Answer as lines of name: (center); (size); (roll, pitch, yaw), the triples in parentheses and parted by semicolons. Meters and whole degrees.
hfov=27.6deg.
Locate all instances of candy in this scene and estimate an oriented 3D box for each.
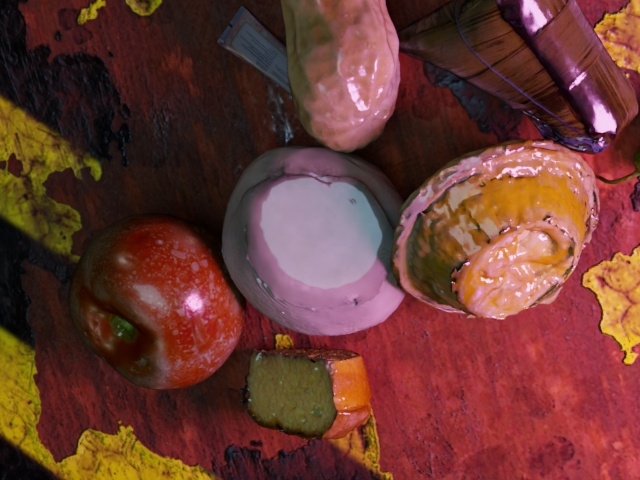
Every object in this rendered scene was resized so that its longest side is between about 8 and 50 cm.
candy: (0.000, 0.000, 1.863); (0.295, 0.185, 0.295); (2, 100, 14)

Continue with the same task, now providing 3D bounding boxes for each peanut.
peanut: (0.022, -0.292, 1.787); (0.158, 0.174, 0.340); (-11, 87, -1)

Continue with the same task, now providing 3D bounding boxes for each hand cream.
hand cream: (-0.057, -0.253, 1.902); (0.210, 0.043, 0.067); (41, 110, 11)

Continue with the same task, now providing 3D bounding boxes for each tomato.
tomato: (-0.234, 0.083, 1.949); (0.270, 0.222, 0.270); (23, 131, 29)

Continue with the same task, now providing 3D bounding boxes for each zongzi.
zongzi: (0.248, -0.225, 1.774); (0.300, 0.138, 0.286); (-19, 114, 45)

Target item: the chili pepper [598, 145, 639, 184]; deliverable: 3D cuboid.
chili pepper: (0.468, -0.124, 1.739); (0.072, 0.073, 0.204); (36, 114, -8)

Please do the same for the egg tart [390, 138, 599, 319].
egg tart: (0.246, 0.004, 1.740); (0.315, 0.120, 0.315); (-12, 134, -12)

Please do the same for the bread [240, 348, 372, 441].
bread: (0.000, 0.225, 1.949); (0.260, 0.134, 0.129); (0, 90, 54)
